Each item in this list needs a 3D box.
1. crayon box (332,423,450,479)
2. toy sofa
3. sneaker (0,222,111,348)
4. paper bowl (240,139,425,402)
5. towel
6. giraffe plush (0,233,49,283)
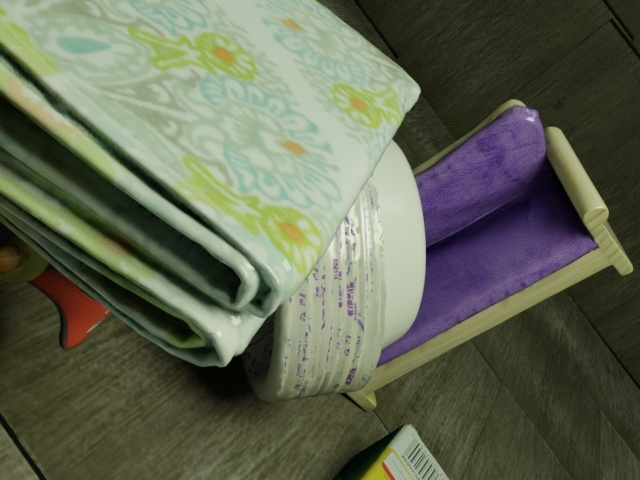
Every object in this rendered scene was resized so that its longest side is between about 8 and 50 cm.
[{"bbox_3d":[0.065,0.308,0.790,0.202,0.081,0.318,56,20,7],"label":"crayon box"},{"bbox_3d":[0.135,0.023,0.998,0.177,0.362,0.150,45,22,-37],"label":"toy sofa"},{"bbox_3d":[-0.279,-0.040,0.577,0.350,0.148,0.131,26,9,-5],"label":"sneaker"},{"bbox_3d":[0.000,0.000,0.831,0.148,0.284,0.284,-5,47,-13],"label":"paper bowl"},{"bbox_3d":[-0.108,-0.120,0.570,0.320,0.090,0.374,39,32,-4],"label":"towel"},{"bbox_3d":[-0.246,0.024,0.454,0.210,0.170,0.181,48,21,-13],"label":"giraffe plush"}]
